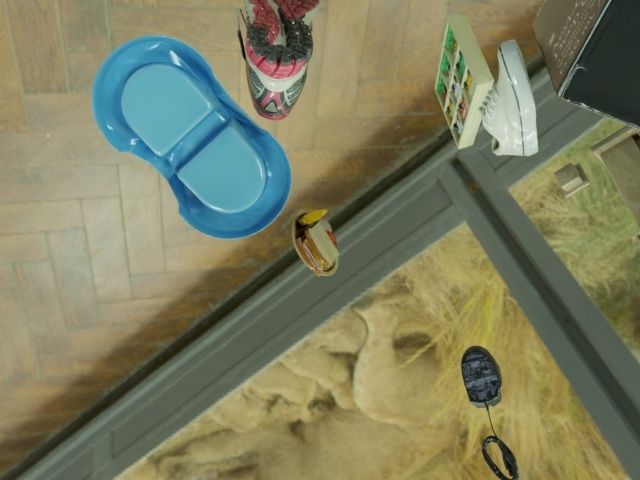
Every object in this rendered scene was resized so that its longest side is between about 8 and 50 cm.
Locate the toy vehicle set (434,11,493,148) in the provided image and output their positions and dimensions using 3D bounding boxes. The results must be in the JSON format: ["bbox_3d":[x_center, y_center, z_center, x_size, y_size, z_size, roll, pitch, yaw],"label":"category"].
[{"bbox_3d":[0.295,-0.327,1.402,0.035,0.166,0.267,-16,161,-2],"label":"toy vehicle set"}]

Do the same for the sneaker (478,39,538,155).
[{"bbox_3d":[0.321,-0.229,1.155,0.091,0.094,0.258,-12,141,15],"label":"sneaker"}]

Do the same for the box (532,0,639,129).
[{"bbox_3d":[0.416,-0.311,0.763,0.211,0.395,0.294,22,120,2],"label":"box"}]

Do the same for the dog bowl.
[{"bbox_3d":[-0.168,-0.138,0.907,0.166,0.074,0.297,-41,104,6],"label":"dog bowl"}]

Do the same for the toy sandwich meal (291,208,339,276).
[{"bbox_3d":[0.000,0.000,0.717,0.029,0.086,0.085,-27,136,30],"label":"toy sandwich meal"}]

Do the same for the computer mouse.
[{"bbox_3d":[0.306,0.306,1.188,0.071,0.242,0.041,-20,161,28],"label":"computer mouse"}]

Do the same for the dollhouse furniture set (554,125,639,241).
[{"bbox_3d":[0.605,-0.055,1.042,0.355,0.303,0.173,-34,140,31],"label":"dollhouse furniture set"}]

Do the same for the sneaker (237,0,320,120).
[{"bbox_3d":[-0.070,-0.302,1.004,0.120,0.299,0.112,9,134,-4],"label":"sneaker"}]
